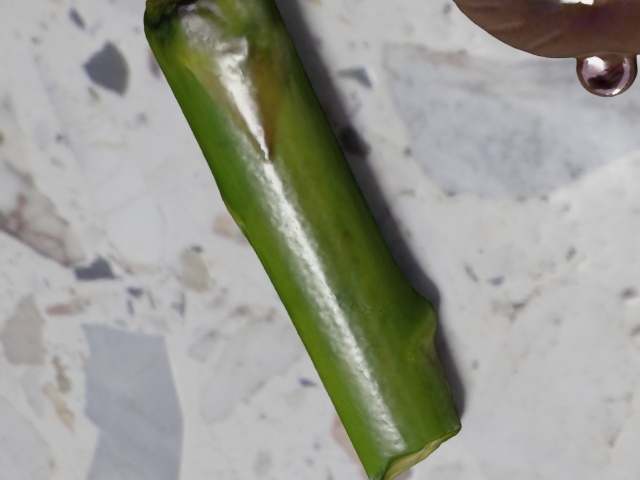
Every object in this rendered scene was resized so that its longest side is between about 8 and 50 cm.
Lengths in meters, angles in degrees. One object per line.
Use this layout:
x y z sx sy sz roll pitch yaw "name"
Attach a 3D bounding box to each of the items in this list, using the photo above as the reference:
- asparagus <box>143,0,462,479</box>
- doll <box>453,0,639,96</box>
-0.001 0.001 0.708 0.067 0.060 0.278 -21 109 19 "asparagus"
0.097 -0.150 0.566 0.145 0.096 0.188 -23 97 23 "doll"
